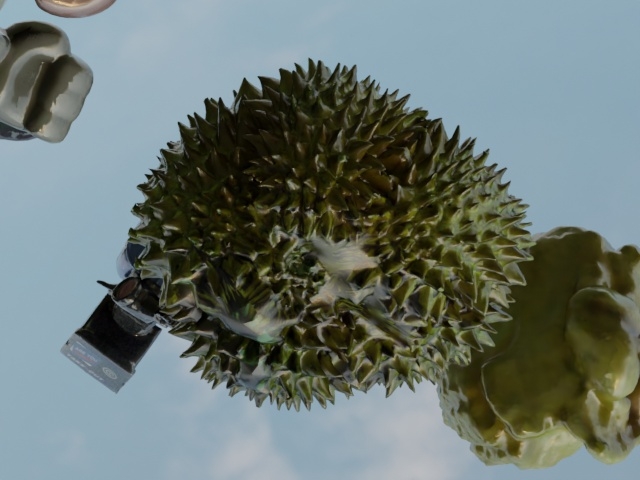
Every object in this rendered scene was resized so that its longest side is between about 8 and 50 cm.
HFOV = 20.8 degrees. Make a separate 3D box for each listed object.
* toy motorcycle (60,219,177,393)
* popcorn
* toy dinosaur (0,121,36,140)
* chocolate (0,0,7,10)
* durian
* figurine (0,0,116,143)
[{"bbox_3d":[-0.157,0.033,1.843,0.213,0.125,0.358,-56,-175,-27],"label":"toy motorcycle"},{"bbox_3d":[0.218,0.101,1.637,0.256,0.195,0.255,-39,-141,-18],"label":"popcorn"},{"bbox_3d":[-0.351,-0.005,1.183,0.129,0.331,0.383,-1,-114,45],"label":"toy dinosaur"},{"bbox_3d":[-0.395,-0.179,1.367,0.297,0.314,0.326,-34,-162,5],"label":"chocolate"},{"bbox_3d":[-0.001,-0.001,1.253,0.291,0.291,0.225,-28,-138,10],"label":"durian"},{"bbox_3d":[-0.213,-0.191,0.907,0.285,0.342,0.167,-16,-117,-11],"label":"figurine"}]
